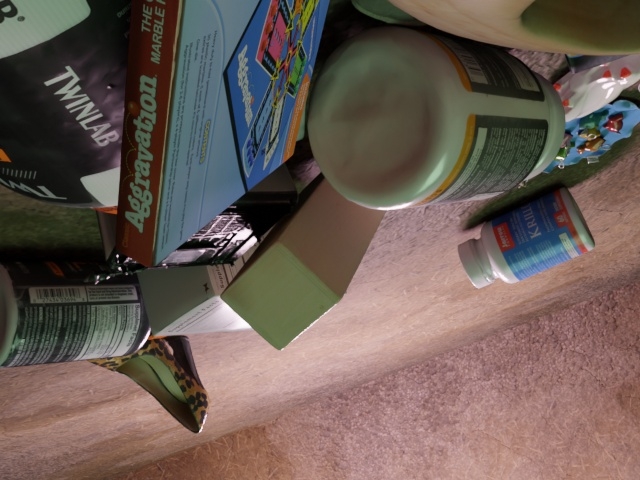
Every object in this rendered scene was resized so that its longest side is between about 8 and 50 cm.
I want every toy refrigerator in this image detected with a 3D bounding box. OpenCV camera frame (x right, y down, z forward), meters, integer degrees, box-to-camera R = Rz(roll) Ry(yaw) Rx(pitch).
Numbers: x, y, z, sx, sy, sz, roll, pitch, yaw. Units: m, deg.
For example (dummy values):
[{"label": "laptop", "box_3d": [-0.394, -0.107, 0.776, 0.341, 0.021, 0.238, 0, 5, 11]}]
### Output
[{"label": "toy refrigerator", "box_3d": [0.000, 0.000, 0.854, 0.102, 0.094, 0.269, -43, -172, 30]}]

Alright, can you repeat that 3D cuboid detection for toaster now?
[{"label": "toaster", "box_3d": [-0.145, -0.042, 0.809, 0.185, 0.110, 0.168, -4, 155, -37]}]

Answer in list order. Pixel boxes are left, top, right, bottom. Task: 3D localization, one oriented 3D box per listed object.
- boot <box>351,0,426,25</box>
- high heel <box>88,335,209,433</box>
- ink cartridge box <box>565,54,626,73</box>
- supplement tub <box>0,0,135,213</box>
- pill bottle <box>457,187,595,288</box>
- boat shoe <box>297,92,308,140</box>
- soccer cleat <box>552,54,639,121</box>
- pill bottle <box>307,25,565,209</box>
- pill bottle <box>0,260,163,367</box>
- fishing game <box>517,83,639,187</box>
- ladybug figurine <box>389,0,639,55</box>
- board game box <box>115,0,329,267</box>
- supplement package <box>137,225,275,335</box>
[{"label": "boot", "box_3d": [0.136, -0.245, 0.572, 0.189, 0.076, 0.208, 0, 150, -13]}, {"label": "high heel", "box_3d": [-0.304, 0.263, 1.375, 0.093, 0.186, 0.261, -29, 158, 28]}, {"label": "ink cartridge box", "box_3d": [0.349, -0.240, 0.643, 0.307, 0.072, 0.303, -15, 176, 22]}, {"label": "supplement tub", "box_3d": [-0.145, -0.145, 0.386, 0.207, 0.207, 0.338, -19, 160, 0]}, {"label": "pill bottle", "box_3d": [0.369, 0.004, 1.387, 0.221, 0.124, 0.124, -27, 159, 21]}, {"label": "boat shoe", "box_3d": [-0.067, -0.145, 0.641, 0.088, 0.096, 0.267, -21, 169, -7]}, {"label": "soccer cleat", "box_3d": [0.344, -0.202, 0.906, 0.076, 0.068, 0.196, -14, 168, -28]}, {"label": "pill bottle", "box_3d": [0.129, -0.117, 0.759, 0.162, 0.162, 0.278, -33, 165, 36]}, {"label": "pill bottle", "box_3d": [-0.308, 0.091, 0.993, 0.245, 0.130, 0.130, 3, 152, -46]}, {"label": "fishing game", "box_3d": [0.393, -0.146, 1.134, 0.264, 0.041, 0.189, -29, 156, 28]}, {"label": "ladybug figurine", "box_3d": [0.174, -0.189, 0.323, 0.305, 0.162, 0.449, -10, -179, 35]}, {"label": "board game box", "box_3d": [-0.029, -0.131, 0.341, 0.145, 0.027, 0.281, -44, 157, -49]}, {"label": "supplement package", "box_3d": [-0.106, 0.039, 1.028, 0.139, 0.134, 0.244, -32, 157, 35]}]
